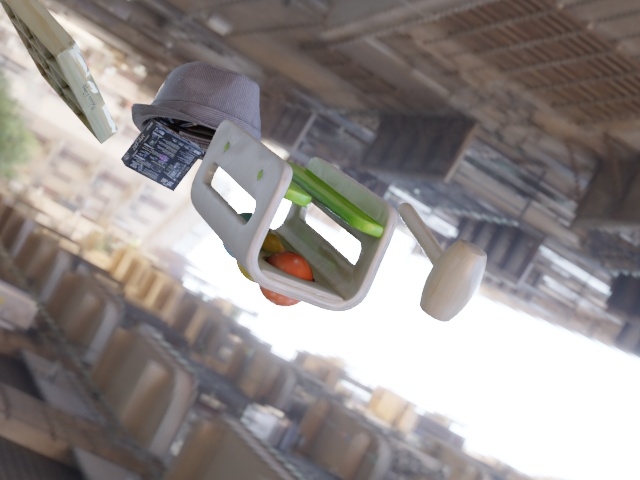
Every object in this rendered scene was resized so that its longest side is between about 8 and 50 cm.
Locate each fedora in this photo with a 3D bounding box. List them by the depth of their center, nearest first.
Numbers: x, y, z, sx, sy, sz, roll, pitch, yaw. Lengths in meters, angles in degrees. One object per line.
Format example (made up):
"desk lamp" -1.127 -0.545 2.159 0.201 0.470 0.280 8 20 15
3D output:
"fedora" -0.179 -0.213 2.053 0.275 0.243 0.124 1 -110 59

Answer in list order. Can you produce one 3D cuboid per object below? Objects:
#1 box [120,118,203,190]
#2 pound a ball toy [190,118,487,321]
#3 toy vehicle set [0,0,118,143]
"box" -0.198 -0.106 1.571 0.067 0.083 0.018 -51 -137 12
"pound a ball toy" 0.000 0.000 1.245 0.136 0.208 0.319 -66 -158 8
"toy vehicle set" -0.387 -0.265 1.843 0.035 0.166 0.267 -39 160 -11
